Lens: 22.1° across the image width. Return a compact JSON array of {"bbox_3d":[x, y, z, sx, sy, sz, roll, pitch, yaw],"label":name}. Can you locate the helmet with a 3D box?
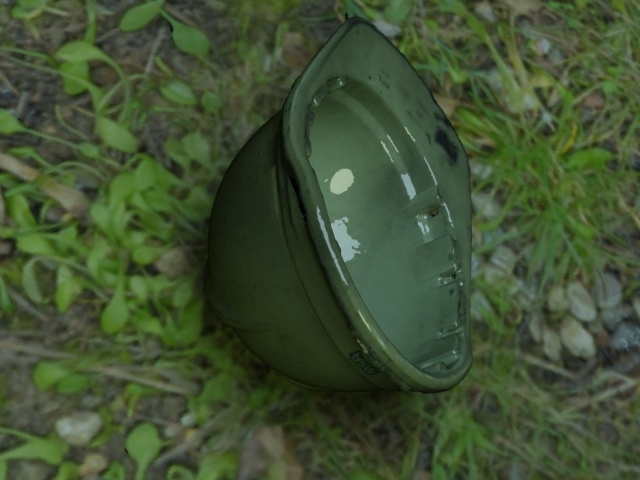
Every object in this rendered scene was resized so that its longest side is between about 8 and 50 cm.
[{"bbox_3d":[-0.002,-0.002,1.035,0.204,0.137,0.257,49,32,-32],"label":"helmet"}]
